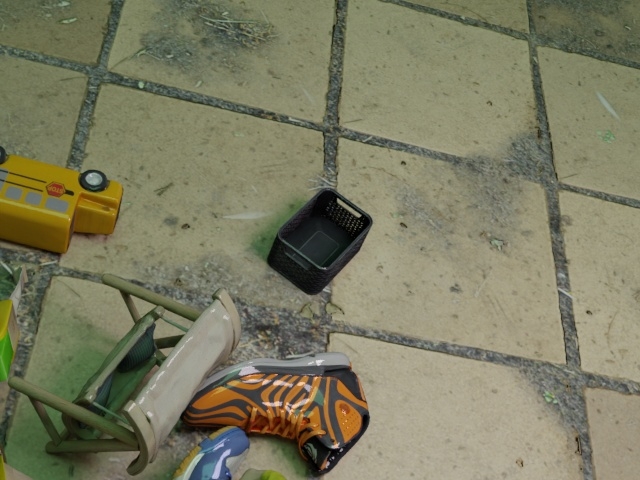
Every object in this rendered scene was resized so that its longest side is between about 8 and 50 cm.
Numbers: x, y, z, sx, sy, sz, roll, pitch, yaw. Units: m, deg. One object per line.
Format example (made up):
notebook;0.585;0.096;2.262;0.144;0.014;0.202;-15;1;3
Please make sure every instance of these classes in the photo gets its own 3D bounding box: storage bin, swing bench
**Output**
storage bin;0.000;0.000;1.937;0.122;0.084;0.180;37;50;10
swing bench;-0.275;0.200;1.549;0.254;0.165;0.253;6;41;32

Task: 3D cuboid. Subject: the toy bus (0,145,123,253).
toy bus;-0.519;-0.071;1.787;0.332;0.108;0.130;15;50;-9

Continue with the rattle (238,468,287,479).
rattle;-0.096;0.459;1.568;0.130;0.143;0.200;7;60;27

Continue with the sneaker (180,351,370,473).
sneaker;-0.057;0.287;1.657;0.321;0.125;0.180;-9;55;-26

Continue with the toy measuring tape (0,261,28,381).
toy measuring tape;-0.527;0.130;1.595;0.121;0.121;0.330;9;26;-13

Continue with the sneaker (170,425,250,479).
sneaker;-0.176;0.410;1.514;0.131;0.112;0.296;26;57;21

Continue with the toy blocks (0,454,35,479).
toy blocks;-0.396;0.446;1.333;0.190;0.261;0.381;-30;50;7

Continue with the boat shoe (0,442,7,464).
boat shoe;-0.580;0.258;1.501;0.302;0.098;0.109;41;59;-2
